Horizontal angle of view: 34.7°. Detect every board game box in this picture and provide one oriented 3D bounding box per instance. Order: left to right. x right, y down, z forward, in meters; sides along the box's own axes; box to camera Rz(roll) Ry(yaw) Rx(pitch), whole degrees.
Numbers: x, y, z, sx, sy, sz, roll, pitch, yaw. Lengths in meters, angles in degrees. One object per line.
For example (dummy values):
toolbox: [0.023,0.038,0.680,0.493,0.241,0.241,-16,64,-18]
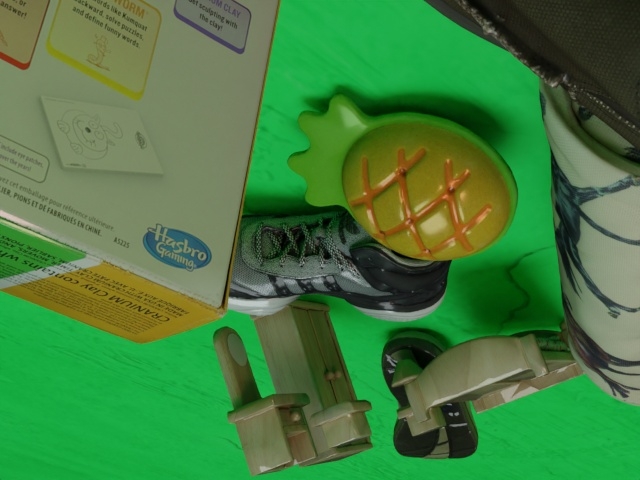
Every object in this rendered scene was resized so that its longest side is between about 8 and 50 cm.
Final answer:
board game box: [-0.124,-0.146,0.423,0.242,0.317,0.064,28,148,-32]

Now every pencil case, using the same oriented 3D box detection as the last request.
pencil case: [0.262,-0.017,0.742,0.183,0.160,0.410,-21,148,5]

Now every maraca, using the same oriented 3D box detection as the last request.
maraca: [0.064,-0.048,0.806,0.185,0.099,0.127,21,125,6]

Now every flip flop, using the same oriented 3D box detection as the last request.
flip flop: [0.137,0.194,1.291,0.112,0.080,0.277,-4,135,16]

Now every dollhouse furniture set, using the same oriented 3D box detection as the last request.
dollhouse furniture set: [0.116,0.088,1.027,0.355,0.174,0.303,-25,164,21]

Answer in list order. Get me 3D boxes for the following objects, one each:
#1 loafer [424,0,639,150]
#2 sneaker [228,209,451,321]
loafer: [0.155,-0.121,0.477,0.366,0.134,0.130,37,-171,-4]
sneaker: [0.000,0.000,0.921,0.268,0.101,0.153,7,153,-9]
